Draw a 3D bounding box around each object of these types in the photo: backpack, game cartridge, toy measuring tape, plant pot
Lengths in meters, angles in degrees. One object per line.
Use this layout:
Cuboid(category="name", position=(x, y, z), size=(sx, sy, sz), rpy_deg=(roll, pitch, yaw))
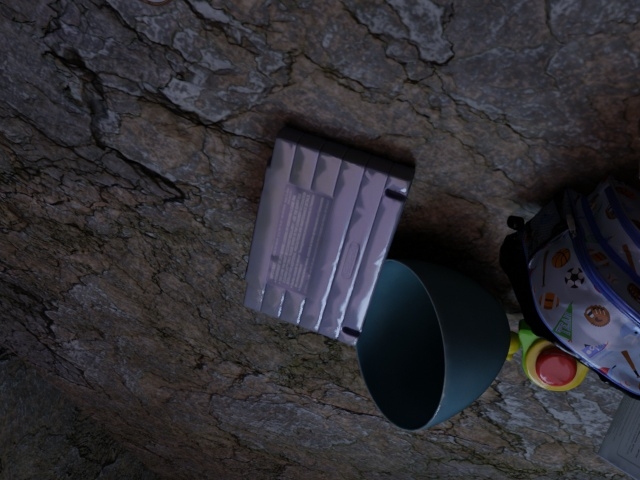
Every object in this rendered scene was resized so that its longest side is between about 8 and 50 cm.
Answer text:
Cuboid(category="backpack", position=(0.403, 0.064, 0.979), size=(0.276, 0.263, 0.213), rpy_deg=(28, 131, -8))
Cuboid(category="game cartridge", position=(0.000, 0.000, 1.222), size=(0.230, 0.068, 0.355), rpy_deg=(22, 126, 10))
Cuboid(category="toy measuring tape", position=(0.477, 0.217, 1.288), size=(0.330, 0.121, 0.121), rpy_deg=(9, 145, 12))
Cuboid(category="plant pot", position=(0.211, 0.167, 1.275), size=(0.195, 0.290, 0.290), rpy_deg=(-5, 157, -26))

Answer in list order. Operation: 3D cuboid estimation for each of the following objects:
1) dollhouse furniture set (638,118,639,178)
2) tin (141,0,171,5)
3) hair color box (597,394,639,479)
Cuboid(category="dollhouse furniture set", position=(0.472, -0.017, 0.825), size=(0.262, 0.259, 0.135), rpy_deg=(32, 137, -11))
Cuboid(category="tin", position=(-0.216, -0.379, 0.931), size=(0.106, 0.040, 0.189), rpy_deg=(22, 147, -6))
Cuboid(category="hair color box", position=(0.607, 0.331, 1.157), size=(0.114, 0.185, 0.374), rpy_deg=(25, 178, -5))
